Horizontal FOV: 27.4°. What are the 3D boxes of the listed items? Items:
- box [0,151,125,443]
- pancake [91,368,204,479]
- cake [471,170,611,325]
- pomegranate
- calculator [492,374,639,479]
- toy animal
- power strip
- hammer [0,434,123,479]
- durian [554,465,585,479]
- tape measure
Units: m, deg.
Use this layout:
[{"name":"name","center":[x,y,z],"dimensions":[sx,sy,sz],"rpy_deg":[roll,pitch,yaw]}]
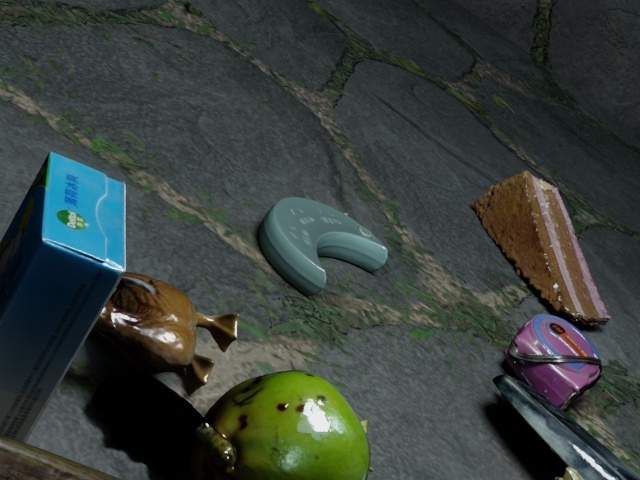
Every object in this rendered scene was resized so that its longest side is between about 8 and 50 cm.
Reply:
[{"name":"box","center":[-0.229,0.047,1.056],"dimensions":[0.073,0.194,0.139],"rpy_deg":[23,26,-22]},{"name":"pancake","center":[-0.142,0.164,1.162],"dimensions":[0.129,0.023,0.116],"rpy_deg":[39,24,2]},{"name":"cake","center":[0.346,0.010,1.982],"dimensions":[0.115,0.113,0.295],"rpy_deg":[12,37,-36]},{"name":"pomegranate","center":[-0.028,0.184,1.121],"dimensions":[0.156,0.156,0.220],"rpy_deg":[38,7,10]},{"name":"calculator","center":[0.298,0.244,1.506],"dimensions":[0.268,0.040,0.177],"rpy_deg":[42,6,33]},{"name":"toy animal","center":[-0.176,0.067,1.215],"dimensions":[0.179,0.089,0.188],"rpy_deg":[26,6,-37]},{"name":"power strip","center":[0.000,0.000,1.624],"dimensions":[0.137,0.044,0.216],"rpy_deg":[40,25,15]},{"name":"hammer","center":[-0.264,0.147,0.883],"dimensions":[0.095,0.243,0.409],"rpy_deg":[12,-16,45]},{"name":"durian","center":[0.277,0.305,1.363],"dimensions":[0.140,0.071,0.110],"rpy_deg":[38,29,-14]},{"name":"tape measure","center":[0.294,0.155,1.669],"dimensions":[0.118,0.074,0.125],"rpy_deg":[45,31,20]}]
